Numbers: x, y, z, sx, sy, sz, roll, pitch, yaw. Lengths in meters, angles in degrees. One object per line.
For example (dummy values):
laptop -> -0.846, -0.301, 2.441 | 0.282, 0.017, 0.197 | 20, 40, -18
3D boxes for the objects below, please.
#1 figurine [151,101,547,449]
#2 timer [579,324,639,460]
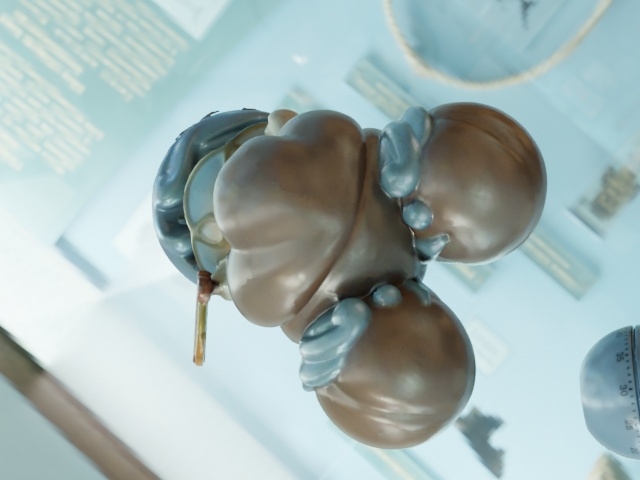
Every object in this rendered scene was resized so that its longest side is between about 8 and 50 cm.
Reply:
figurine -> -0.001, 0.001, 1.200 | 0.248, 0.277, 0.388 | 19, 178, -15
timer -> 0.419, 0.189, 1.619 | 0.255, 0.175, 0.175 | 16, -172, 19
